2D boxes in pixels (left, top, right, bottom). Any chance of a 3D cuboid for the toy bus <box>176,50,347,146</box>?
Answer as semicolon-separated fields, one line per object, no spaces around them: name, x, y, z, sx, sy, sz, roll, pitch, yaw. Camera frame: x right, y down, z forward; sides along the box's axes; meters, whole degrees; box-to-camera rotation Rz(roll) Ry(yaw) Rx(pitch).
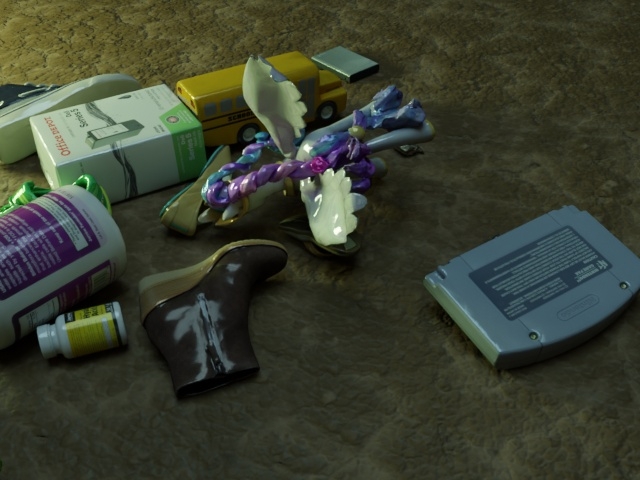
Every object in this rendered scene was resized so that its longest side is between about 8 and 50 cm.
toy bus;-0.111;-0.287;1.564;0.333;0.130;0.108;-20;43;-23

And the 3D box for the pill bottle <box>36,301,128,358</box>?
pill bottle;-0.337;0.131;1.109;0.116;0.065;0.065;-14;40;-15

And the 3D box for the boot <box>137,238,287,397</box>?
boot;-0.129;0.111;1.138;0.249;0.090;0.206;-17;53;-21

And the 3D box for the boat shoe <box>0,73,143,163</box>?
boat shoe;-0.545;-0.284;1.590;0.341;0.127;0.158;-26;52;-27

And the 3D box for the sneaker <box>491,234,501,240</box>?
sneaker;0.328;0.019;1.259;0.109;0.040;0.044;25;41;18

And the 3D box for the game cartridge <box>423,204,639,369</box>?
game cartridge;0.327;0.067;1.151;0.297;0.062;0.198;-23;58;-21

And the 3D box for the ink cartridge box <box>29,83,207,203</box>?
ink cartridge box;-0.377;-0.175;1.460;0.273;0.114;0.198;-20;42;-22

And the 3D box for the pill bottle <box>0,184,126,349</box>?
pill bottle;-0.447;0.053;1.128;0.169;0.169;0.302;28;46;32

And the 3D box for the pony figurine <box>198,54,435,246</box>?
pony figurine;-0.004;-0.133;1.257;0.364;0.351;0.302;-23;85;-26

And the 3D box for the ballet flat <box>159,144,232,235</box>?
ballet flat;-0.202;-0.085;1.392;0.073;0.080;0.232;34;46;-1

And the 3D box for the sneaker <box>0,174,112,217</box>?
sneaker;-0.493;-0.035;1.277;0.296;0.123;0.109;-25;44;-26

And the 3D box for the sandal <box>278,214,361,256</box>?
sandal;0.000;0.000;1.287;0.072;0.049;0.180;-25;29;-37

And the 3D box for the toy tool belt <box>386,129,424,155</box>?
toy tool belt;0.169;-0.201;1.541;0.051;0.052;0.083;12;30;-38

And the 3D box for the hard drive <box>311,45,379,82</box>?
hard drive;0.057;-0.413;1.827;0.094;0.022;0.135;-29;46;-31

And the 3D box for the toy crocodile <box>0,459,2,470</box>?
toy crocodile;-0.468;0.346;0.806;0.115;0.105;0.340;16;41;21
